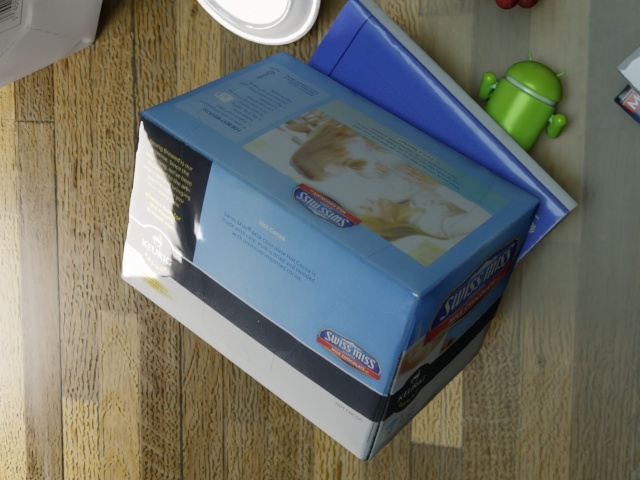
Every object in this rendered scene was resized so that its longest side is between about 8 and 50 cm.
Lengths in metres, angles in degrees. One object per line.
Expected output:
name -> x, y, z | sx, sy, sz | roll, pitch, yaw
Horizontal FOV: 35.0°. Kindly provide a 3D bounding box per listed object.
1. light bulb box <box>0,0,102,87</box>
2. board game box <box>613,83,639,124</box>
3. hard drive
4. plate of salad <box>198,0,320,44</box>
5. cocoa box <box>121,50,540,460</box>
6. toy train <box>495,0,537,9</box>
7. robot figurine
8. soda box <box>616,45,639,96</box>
light bulb box -> -0.424, -0.410, 1.138 | 0.361, 0.225, 0.358 | 51, 149, 9
board game box -> 0.399, -0.179, 1.010 | 0.194, 0.060, 0.194 | 47, 110, 11
hard drive -> 0.099, -0.084, 1.116 | 0.318, 0.040, 0.210 | 47, 132, 10
plate of salad -> -0.081, -0.314, 1.157 | 0.200, 0.048, 0.200 | 24, 144, 19
cocoa box -> 0.000, 0.000, 1.045 | 0.347, 0.231, 0.228 | 33, 132, 23
toy train -> 0.167, -0.308, 0.978 | 0.105, 0.248, 0.143 | 29, 112, 16
robot figurine -> 0.212, -0.140, 1.085 | 0.101, 0.067, 0.115 | 32, 107, 10
soda box -> 0.410, -0.220, 0.916 | 0.286, 0.098, 0.091 | -43, 79, 20
